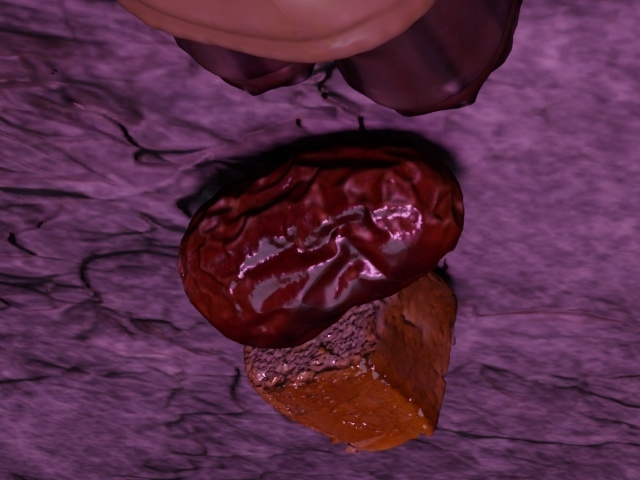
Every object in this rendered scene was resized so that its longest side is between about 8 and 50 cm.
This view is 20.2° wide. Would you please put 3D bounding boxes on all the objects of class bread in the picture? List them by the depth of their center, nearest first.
[{"bbox_3d":[0.016,0.047,0.820,0.076,0.083,0.070,-16,136,33],"label":"bread"}]

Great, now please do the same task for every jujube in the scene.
[{"bbox_3d":[0.000,0.000,0.743,0.129,0.077,0.077,-21,142,34],"label":"jujube"}]

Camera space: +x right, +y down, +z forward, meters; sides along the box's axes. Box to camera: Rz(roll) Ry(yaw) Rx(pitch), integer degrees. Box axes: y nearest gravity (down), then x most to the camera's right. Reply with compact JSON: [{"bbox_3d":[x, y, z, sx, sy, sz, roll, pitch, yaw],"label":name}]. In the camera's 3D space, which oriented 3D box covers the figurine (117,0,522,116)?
[{"bbox_3d":[-0.032,-0.147,0.400,0.218,0.206,0.365,25,-175,22],"label":"figurine"}]
